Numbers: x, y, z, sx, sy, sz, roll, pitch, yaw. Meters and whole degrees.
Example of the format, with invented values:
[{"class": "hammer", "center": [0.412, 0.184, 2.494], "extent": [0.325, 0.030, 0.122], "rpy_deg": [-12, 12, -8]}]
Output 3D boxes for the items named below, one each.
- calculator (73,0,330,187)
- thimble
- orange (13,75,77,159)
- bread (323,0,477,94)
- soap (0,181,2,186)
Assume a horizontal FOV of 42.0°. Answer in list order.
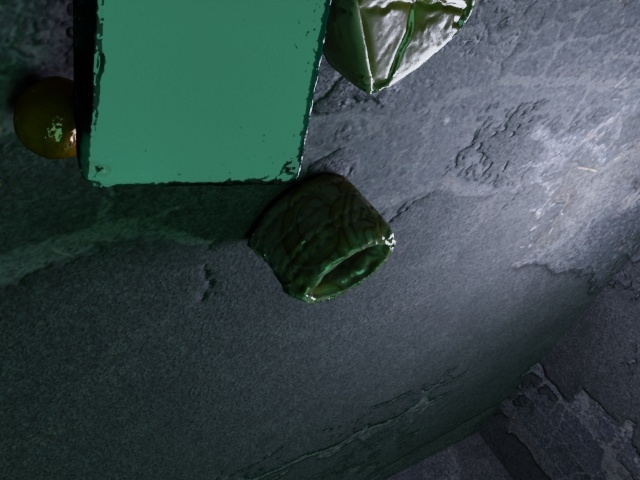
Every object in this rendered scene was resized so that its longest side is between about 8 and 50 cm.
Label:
[{"class": "calculator", "center": [-0.111, -0.179, 0.797], "extent": [0.248, 0.058, 0.274], "rpy_deg": [-6, 122, -23]}, {"class": "thimble", "center": [0.000, 0.000, 1.235], "extent": [0.191, 0.143, 0.137], "rpy_deg": [-29, 153, -14]}, {"class": "orange", "center": [-0.261, -0.120, 0.823], "extent": [0.083, 0.070, 0.083], "rpy_deg": [-41, 153, -26]}, {"class": "bread", "center": [0.078, -0.285, 0.914], "extent": [0.192, 0.110, 0.210], "rpy_deg": [-40, 154, -6]}, {"class": "soap", "center": [-0.437, -0.039, 0.785], "extent": [0.252, 0.037, 0.092], "rpy_deg": [-1, 138, -49]}]
